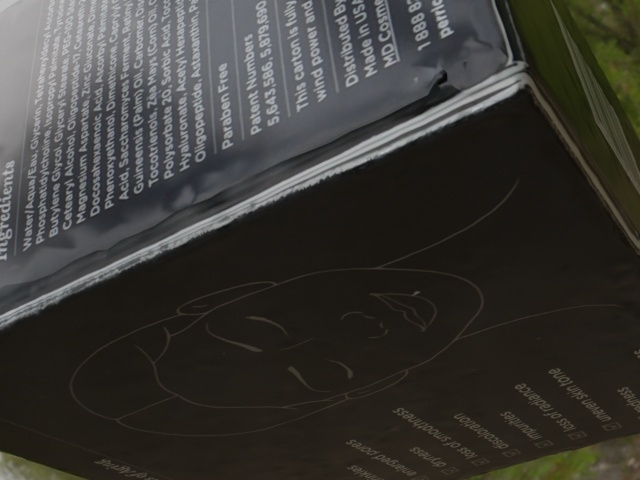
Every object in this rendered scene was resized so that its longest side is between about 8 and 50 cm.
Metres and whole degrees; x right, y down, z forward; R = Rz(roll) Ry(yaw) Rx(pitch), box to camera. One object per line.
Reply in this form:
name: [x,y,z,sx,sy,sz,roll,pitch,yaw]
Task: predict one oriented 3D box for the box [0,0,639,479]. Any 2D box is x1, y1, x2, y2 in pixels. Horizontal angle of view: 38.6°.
box: [0.000,0.000,0.718,0.471,0.298,0.480,-24,-37,23]
